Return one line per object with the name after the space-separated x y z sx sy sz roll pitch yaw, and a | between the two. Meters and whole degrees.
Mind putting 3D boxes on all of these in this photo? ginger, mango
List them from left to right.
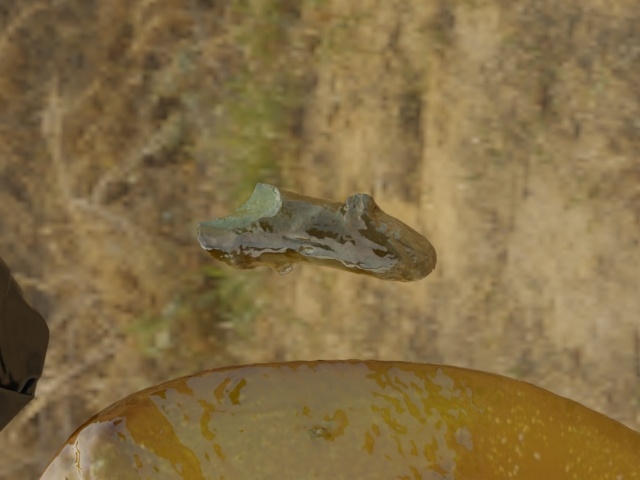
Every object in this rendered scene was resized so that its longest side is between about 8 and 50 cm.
-0.001 -0.004 1.099 0.137 0.044 0.057 7 100 9 | ginger
0.036 0.144 0.811 0.199 0.350 0.201 22 106 53 | mango

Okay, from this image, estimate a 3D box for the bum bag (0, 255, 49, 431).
-0.245 0.010 1.158 0.060 0.123 0.248 -7 124 29 | bum bag
